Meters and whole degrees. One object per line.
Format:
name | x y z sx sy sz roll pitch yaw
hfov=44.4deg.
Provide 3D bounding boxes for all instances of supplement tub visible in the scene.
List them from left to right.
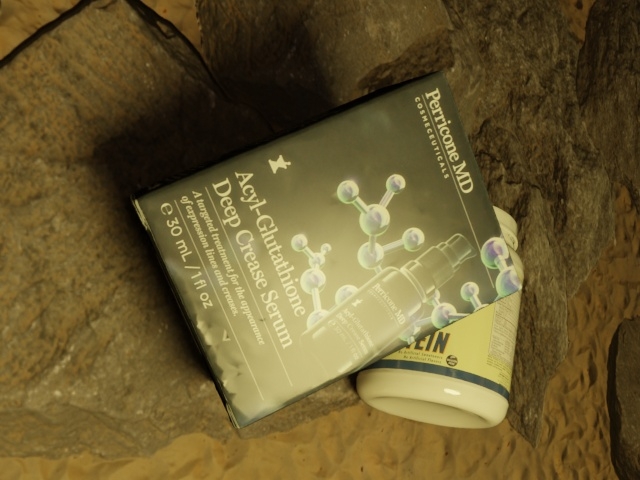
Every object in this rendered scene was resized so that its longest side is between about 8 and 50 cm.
supplement tub | 0.197 0.116 1.257 0.235 0.235 0.324 28 64 -36

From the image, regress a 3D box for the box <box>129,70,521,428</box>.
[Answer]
box | 0.000 0.000 0.999 0.395 0.212 0.293 -25 101 -11
